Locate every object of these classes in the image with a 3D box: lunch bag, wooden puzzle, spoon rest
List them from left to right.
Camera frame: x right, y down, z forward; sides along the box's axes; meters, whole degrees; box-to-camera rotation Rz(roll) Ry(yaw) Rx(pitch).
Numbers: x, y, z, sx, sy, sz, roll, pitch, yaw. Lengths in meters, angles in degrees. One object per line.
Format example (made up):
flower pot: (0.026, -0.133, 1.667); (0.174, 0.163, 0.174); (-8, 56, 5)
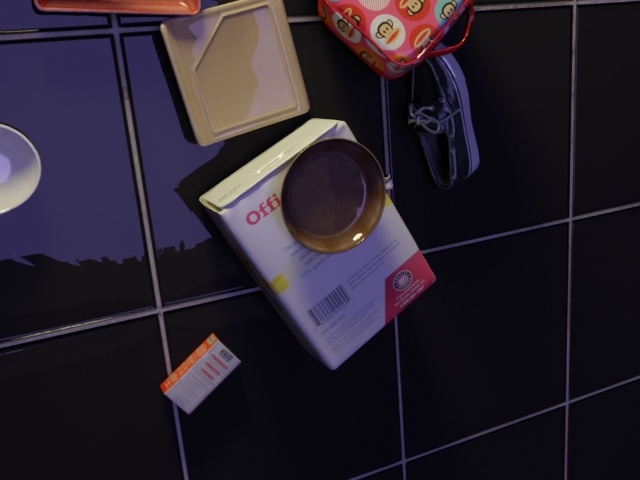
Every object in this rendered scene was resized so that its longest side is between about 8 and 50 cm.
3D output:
spoon rest: (-0.558, -0.063, 1.022); (0.276, 0.084, 0.137); (-45, 116, -8)
wooden puzzle: (-0.147, -0.306, 1.182); (0.239, 0.044, 0.220); (-24, 111, -23)
lunch bag: (0.168, -0.449, 1.204); (0.258, 0.120, 0.293); (42, 83, -3)

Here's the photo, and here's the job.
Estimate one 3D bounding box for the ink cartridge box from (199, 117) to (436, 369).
ink cartridge box: (0.000, 0.000, 1.252); (0.279, 0.160, 0.384); (-38, 115, -13)

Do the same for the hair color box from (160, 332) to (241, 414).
hair color box: (-0.230, 0.256, 1.272); (0.141, 0.043, 0.072); (-44, 116, -8)

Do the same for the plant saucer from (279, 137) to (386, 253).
plant saucer: (0.018, -0.077, 1.131); (0.199, 0.036, 0.198); (-6, 104, -23)

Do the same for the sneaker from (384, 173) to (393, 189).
sneaker: (0.109, -0.118, 1.352); (0.083, 0.032, 0.036); (-8, 92, -28)

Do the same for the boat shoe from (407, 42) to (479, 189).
boat shoe: (0.228, -0.247, 1.328); (0.105, 0.113, 0.306); (-37, 125, -28)

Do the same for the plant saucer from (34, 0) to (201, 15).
plant saucer: (-0.327, -0.492, 1.048); (0.259, 0.048, 0.259); (-7, 104, -23)
